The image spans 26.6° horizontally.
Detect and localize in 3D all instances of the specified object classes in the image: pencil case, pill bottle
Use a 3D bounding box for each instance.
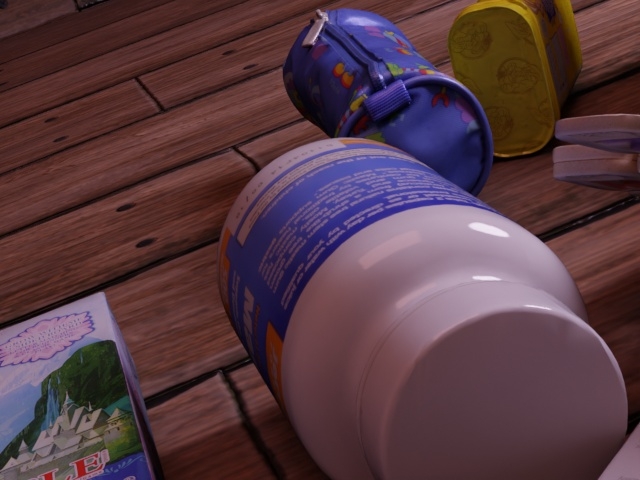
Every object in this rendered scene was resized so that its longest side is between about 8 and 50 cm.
[{"bbox_3d":[0.046,-0.112,1.107,0.119,0.133,0.306,-33,22,3],"label":"pencil case"},{"bbox_3d":[0.043,0.045,0.685,0.152,0.152,0.272,-22,19,-8],"label":"pill bottle"}]

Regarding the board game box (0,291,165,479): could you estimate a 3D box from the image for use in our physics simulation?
[{"bbox_3d":[-0.246,0.161,0.764,0.318,0.066,0.318,-21,21,-8],"label":"board game box"}]

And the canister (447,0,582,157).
[{"bbox_3d":[0.169,-0.157,1.137,0.073,0.126,0.170,-9,20,24],"label":"canister"}]

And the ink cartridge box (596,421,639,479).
[{"bbox_3d":[0.233,0.082,0.560,0.175,0.069,0.371,0,25,39],"label":"ink cartridge box"}]

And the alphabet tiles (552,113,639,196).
[{"bbox_3d":[0.268,-0.038,0.697,0.278,0.021,0.284,7,-6,-42],"label":"alphabet tiles"}]
